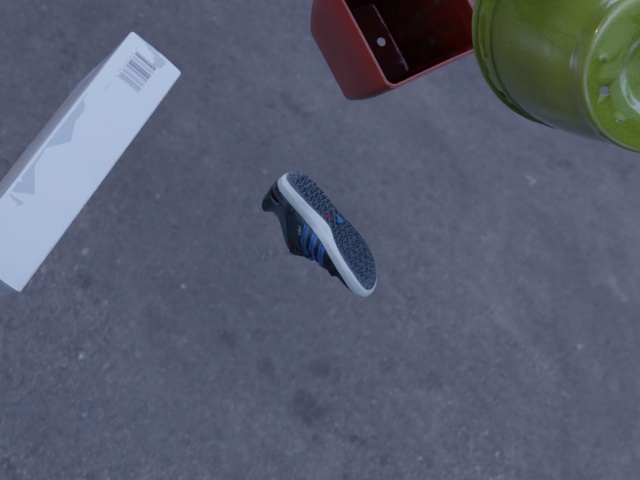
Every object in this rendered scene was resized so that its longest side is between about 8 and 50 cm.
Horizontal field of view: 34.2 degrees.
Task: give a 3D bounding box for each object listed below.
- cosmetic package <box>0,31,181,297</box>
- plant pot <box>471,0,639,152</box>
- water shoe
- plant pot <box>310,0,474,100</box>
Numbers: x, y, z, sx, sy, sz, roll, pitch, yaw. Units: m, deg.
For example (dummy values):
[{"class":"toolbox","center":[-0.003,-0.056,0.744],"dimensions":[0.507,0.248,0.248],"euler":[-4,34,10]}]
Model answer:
[{"class":"cosmetic package","center":[-0.376,-0.091,1.459],"dimensions":[0.097,0.284,0.377],"euler":[40,67,-20]},{"class":"plant pot","center":[0.443,-0.293,1.537],"dimensions":[0.367,0.366,0.353],"euler":[18,20,-13]},{"class":"water shoe","center":[0.000,0.000,1.436],"dimensions":[0.203,0.080,0.073],"euler":[56,37,8]},{"class":"plant pot","center":[0.130,-0.429,2.110],"dimensions":[0.267,0.236,0.267],"euler":[-27,89,-25]}]
